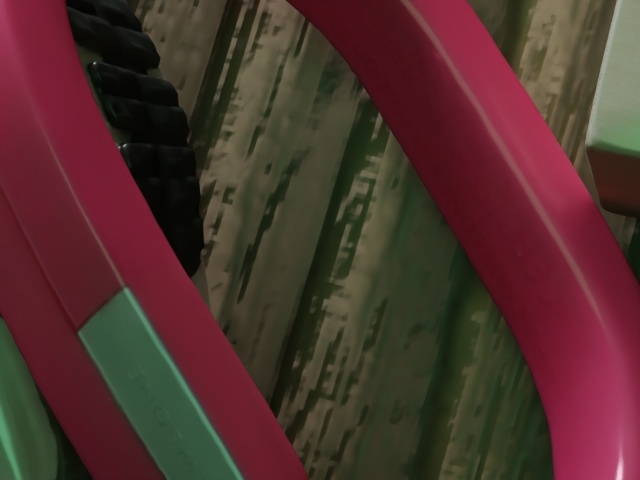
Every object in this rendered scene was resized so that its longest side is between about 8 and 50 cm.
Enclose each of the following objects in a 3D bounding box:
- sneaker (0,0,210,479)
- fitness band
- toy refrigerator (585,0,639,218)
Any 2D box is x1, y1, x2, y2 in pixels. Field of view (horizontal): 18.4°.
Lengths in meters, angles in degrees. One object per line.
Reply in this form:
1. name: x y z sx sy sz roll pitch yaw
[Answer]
1. sneaker: -0.113 0.099 0.641 0.182 0.158 0.410 -21 77 37
2. fitness band: 0.000 0.000 0.593 0.054 0.209 0.290 -38 77 40
3. toy refrigerator: 0.226 -0.039 0.605 0.270 0.094 0.102 11 80 14
